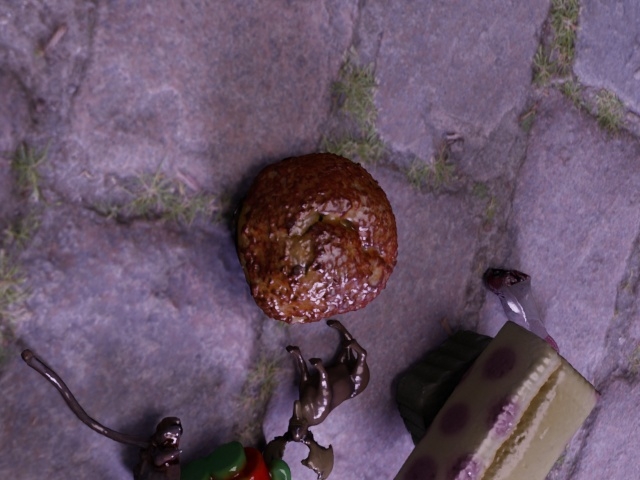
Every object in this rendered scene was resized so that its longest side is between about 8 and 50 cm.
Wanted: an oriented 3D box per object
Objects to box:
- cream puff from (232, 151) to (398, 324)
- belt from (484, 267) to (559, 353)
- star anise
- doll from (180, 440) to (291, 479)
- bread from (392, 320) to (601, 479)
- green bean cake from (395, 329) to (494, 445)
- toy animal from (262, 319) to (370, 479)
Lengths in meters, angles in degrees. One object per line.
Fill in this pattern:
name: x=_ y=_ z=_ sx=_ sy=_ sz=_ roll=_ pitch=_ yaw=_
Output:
cream puff: x=0.000 y=-0.001 z=1.171 sx=0.240 sy=0.164 sz=0.240 roll=-10 pitch=109 yaw=-30
belt: x=0.352 y=0.130 z=1.537 sx=0.071 sy=0.053 sz=0.232 roll=-40 pitch=122 yaw=-15
star anise: x=-0.264 y=0.241 z=1.066 sx=0.227 sy=0.148 sz=0.219 roll=17 pitch=125 yaw=-13
doll: x=-0.075 y=0.443 z=1.202 sx=0.182 sy=0.160 sz=0.363 roll=-28 pitch=117 yaw=-10
bread: x=0.253 y=0.301 z=1.325 sx=0.187 sy=0.155 sz=0.338 roll=41 pitch=82 yaw=-25
green bean cake: x=0.219 y=0.260 z=1.436 sx=0.185 sy=0.094 sz=0.183 roll=-35 pitch=120 yaw=-26
toy animal: x=-0.002 y=0.235 z=1.262 sx=0.214 sy=0.093 sz=0.186 roll=-27 pitch=124 yaw=-39
